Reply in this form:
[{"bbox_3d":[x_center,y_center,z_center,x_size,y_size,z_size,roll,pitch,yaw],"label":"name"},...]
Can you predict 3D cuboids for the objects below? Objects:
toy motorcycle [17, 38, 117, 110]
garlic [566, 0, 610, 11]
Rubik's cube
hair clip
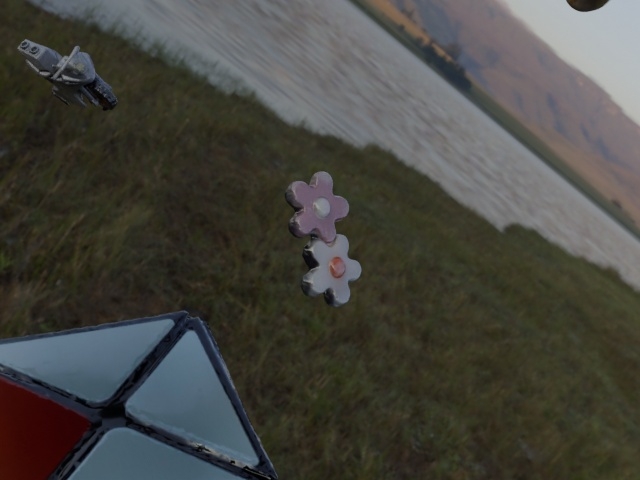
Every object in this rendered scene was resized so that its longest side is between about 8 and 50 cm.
[{"bbox_3d":[-0.457,-0.299,1.465,0.215,0.080,0.122,29,-18,23],"label":"toy motorcycle"},{"bbox_3d":[0.502,-0.498,1.336,0.110,0.228,0.217,33,-21,27],"label":"garlic"},{"bbox_3d":[-0.202,0.241,0.759,0.248,0.246,0.250,-4,37,-27],"label":"Rubik's cube"},{"bbox_3d":[0.004,0.000,1.580,0.146,0.257,0.075,-14,12,-32],"label":"hair clip"}]
